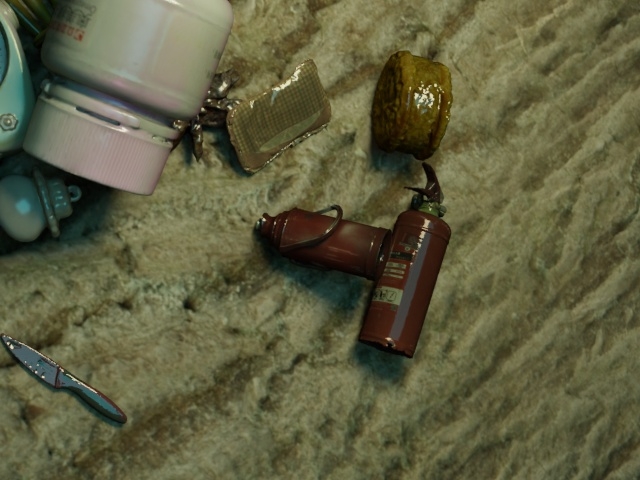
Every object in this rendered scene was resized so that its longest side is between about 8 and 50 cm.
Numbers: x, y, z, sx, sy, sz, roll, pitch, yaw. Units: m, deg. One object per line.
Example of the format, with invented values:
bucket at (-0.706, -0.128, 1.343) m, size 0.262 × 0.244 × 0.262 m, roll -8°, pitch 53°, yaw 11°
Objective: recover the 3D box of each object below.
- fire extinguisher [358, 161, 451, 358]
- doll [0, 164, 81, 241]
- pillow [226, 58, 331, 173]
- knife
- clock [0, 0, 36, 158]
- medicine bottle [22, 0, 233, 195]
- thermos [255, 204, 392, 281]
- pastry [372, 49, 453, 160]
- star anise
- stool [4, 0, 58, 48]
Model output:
fire extinguisher at (0.156, 0.031, 1.809) m, size 0.147 × 0.106 × 0.337 m, roll 32°, pitch 72°, yaw -57°
doll at (-0.518, -0.040, 1.586) m, size 0.293 × 0.119 × 0.138 m, roll -17°, pitch 76°, yaw -15°
pillow at (-0.070, -0.213, 1.773) m, size 0.211 × 0.034 × 0.135 m, roll -38°, pitch 130°, yaw -22°
knife at (-0.418, 0.227, 1.653) m, size 0.247 × 0.018 × 0.035 m, roll 36°, pitch 79°, yaw -11°
clock at (-0.588, -0.278, 1.573) m, size 0.265 × 0.108 × 0.324 m, roll -8°, pitch 89°, yaw -19°
medicine bottle at (-0.297, -0.253, 1.541) m, size 0.256 × 0.256 × 0.324 m, roll 20°, pitch 96°, yaw -18°
thermos at (-0.001, 0.003, 1.750) m, size 0.232 × 0.124 × 0.099 m, roll 13°, pitch 42°, yaw 15°
pastry at (0.159, -0.237, 1.801) m, size 0.103 × 0.189 × 0.188 m, roll 9°, pitch 84°, yaw -14°
star anise at (-0.227, -0.245, 1.720) m, size 0.212 × 0.073 × 0.197 m, roll -43°, pitch 103°, yaw -19°
stool at (-0.440, -0.381, 1.629) m, size 0.134 × 0.135 × 0.110 m, roll -29°, pitch 101°, yaw 15°
